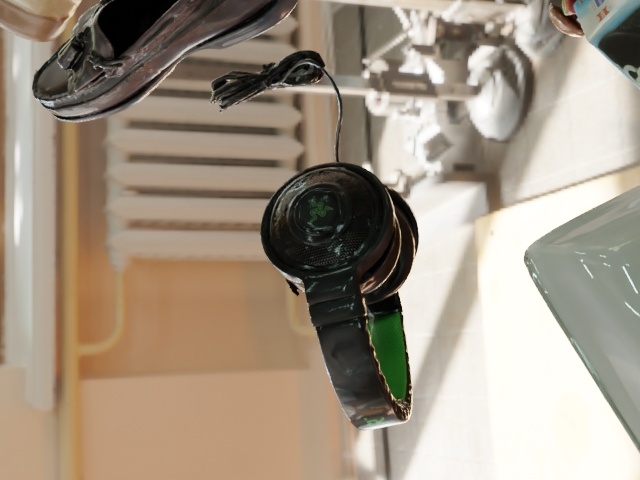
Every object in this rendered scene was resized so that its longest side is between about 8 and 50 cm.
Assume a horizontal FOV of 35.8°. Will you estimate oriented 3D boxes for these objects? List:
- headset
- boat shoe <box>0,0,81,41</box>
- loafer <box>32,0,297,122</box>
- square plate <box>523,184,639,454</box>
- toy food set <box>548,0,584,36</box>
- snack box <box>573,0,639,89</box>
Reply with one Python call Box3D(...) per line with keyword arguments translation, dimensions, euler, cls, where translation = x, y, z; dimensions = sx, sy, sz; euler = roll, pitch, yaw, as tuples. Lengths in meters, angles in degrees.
Box3D(translation=(0.000, 0.000, 1.020), dimensions=(0.243, 0.185, 0.394), euler=(17, -118, -76), cls="headset")
Box3D(translation=(-0.256, -0.238, 0.590), dimensions=(0.324, 0.122, 0.120), euler=(43, 131, 14), cls="boat shoe")
Box3D(translation=(-0.164, -0.205, 0.916), dimensions=(0.302, 0.095, 0.109), euler=(-21, 63, 25), cls="loafer")
Box3D(translation=(0.331, 0.071, 0.491), dimensions=(0.344, 0.347, 0.049), euler=(60, 165, 11), cls="square plate")
Box3D(translation=(0.263, -0.259, 1.052), dimensions=(0.071, 0.217, 0.128), euler=(-50, 28, 24), cls="toy food set")
Box3D(translation=(0.366, -0.108, 0.887), dimensions=(0.060, 0.322, 0.187), euler=(-47, 8, 23), cls="snack box")
